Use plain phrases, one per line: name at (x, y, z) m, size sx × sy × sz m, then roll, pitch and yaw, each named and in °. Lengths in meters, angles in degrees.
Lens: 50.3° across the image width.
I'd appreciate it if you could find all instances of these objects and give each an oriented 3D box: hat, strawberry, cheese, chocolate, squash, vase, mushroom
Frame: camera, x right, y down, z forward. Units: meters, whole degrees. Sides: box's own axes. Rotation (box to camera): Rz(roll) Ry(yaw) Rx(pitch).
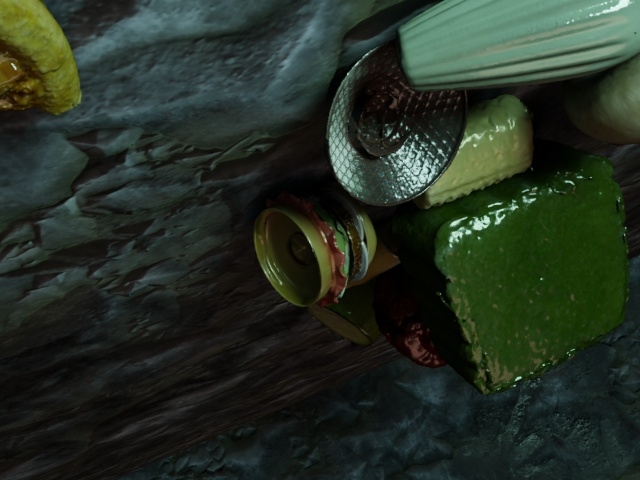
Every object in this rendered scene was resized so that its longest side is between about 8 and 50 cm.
hat at (0.071, -0.141, 0.782) m, size 0.193 × 0.082 × 0.193 m, roll -13°, pitch 118°, yaw -25°
strawberry at (0.202, 0.111, 1.299) m, size 0.220 × 0.274 × 0.274 m, roll 8°, pitch 147°, yaw -30°
cheese at (0.194, -0.121, 0.919) m, size 0.167 × 0.094 × 0.123 m, roll -21°, pitch 136°, yaw -8°
chocolate at (0.080, 0.040, 1.276) m, size 0.085 × 0.085 × 0.219 m, roll -7°, pitch 159°, yaw -39°
squash at (0.108, 0.089, 1.508) m, size 0.260 × 0.189 × 0.189 m, roll -55°, pitch 168°, yaw -17°
vase at (0.196, -0.210, 0.669) m, size 0.248 × 0.128 × 0.128 m, roll -15°, pitch 161°, yaw 5°
mushroom at (0.371, -0.216, 0.768) m, size 0.226 × 0.178 × 0.226 m, roll -39°, pitch -161°, yaw 16°

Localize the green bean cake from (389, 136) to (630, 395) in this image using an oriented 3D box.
green bean cake at (0.290, 0.027, 1.060) m, size 0.319 × 0.335 × 0.218 m, roll -23°, pitch -158°, yaw -13°

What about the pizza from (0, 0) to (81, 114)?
pizza at (-0.285, -0.124, 0.444) m, size 0.197 × 0.058 × 0.292 m, roll -26°, pitch 161°, yaw 13°

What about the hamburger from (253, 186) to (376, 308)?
hamburger at (0.001, 0.003, 0.960) m, size 0.137 × 0.175 × 0.175 m, roll -25°, pitch 165°, yaw -35°
